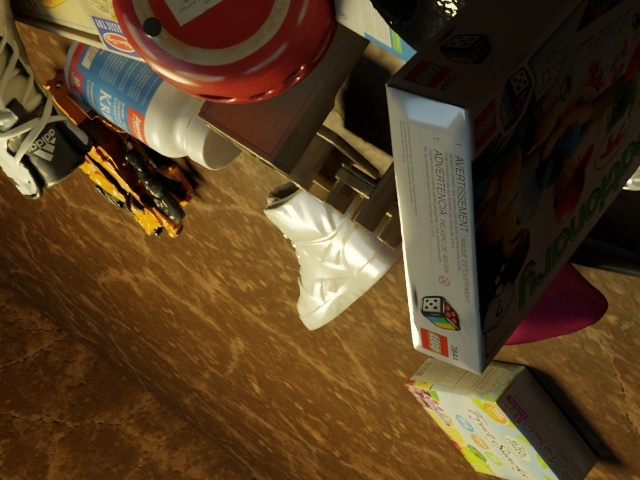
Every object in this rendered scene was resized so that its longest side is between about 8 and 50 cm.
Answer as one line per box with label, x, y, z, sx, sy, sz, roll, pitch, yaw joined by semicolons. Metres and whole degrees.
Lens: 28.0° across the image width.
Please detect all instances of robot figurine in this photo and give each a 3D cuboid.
robot figurine;-0.300;-0.124;1.906;0.291;0.085;0.211;46;160;-9

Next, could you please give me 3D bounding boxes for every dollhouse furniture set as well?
dollhouse furniture set;0.005;-0.134;1.300;0.212;0.161;0.242;34;180;24

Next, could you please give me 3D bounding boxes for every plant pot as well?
plant pot;-0.079;-0.208;1.082;0.191;0.191;0.174;44;-172;-5

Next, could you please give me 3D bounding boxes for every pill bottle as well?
pill bottle;-0.190;-0.175;1.532;0.221;0.124;0.124;33;158;26

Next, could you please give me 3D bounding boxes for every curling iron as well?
curling iron;0.223;-0.005;1.232;0.274;0.035;0.068;26;155;39

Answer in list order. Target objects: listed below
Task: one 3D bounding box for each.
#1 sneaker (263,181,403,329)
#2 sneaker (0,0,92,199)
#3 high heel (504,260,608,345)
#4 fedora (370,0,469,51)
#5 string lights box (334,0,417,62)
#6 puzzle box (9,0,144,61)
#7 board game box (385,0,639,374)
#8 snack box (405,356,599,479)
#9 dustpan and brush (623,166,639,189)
sneaker;0.000;0.000;1.582;0.169;0.108;0.292;44;151;1
sneaker;-0.366;-0.200;1.512;0.257;0.169;0.447;45;167;1
high heel;0.193;0.081;1.311;0.181;0.127;0.377;23;175;14
fedora;0.069;-0.268;0.756;0.334;0.152;0.334;62;177;6
string lights box;0.128;-0.175;1.002;0.260;0.077;0.133;34;159;22
puzzle box;-0.325;-0.353;1.436;0.409;0.052;0.272;23;144;51
board game box;0.146;-0.091;0.754;0.053;0.305;0.193;22;142;29
snack box;0.231;0.234;1.660;0.174;0.070;0.207;50;157;-19
dustpan and brush;0.295;-0.068;0.928;0.147;0.060;0.211;48;159;-15
